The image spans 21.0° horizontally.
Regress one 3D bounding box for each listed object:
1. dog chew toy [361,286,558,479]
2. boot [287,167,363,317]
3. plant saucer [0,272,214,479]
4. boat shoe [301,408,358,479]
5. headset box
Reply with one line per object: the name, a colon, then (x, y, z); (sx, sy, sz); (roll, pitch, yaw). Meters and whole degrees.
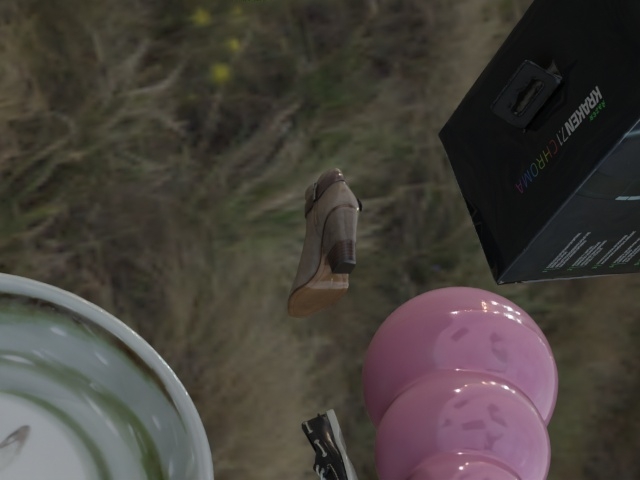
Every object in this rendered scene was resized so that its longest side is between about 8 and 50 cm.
dog chew toy: (0.143, 0.201, 1.746); (0.206, 0.206, 0.332); (53, 24, -33)
boot: (0.000, 0.000, 1.404); (0.042, 0.118, 0.087); (7, 58, -29)
plant saucer: (-0.297, 0.207, 1.537); (0.400, 0.100, 0.400); (14, 45, -14)
boat shoe: (0.010, 0.214, 1.666); (0.125, 0.038, 0.046); (-111, -179, -48)
headset box: (0.248, -0.091, 1.146); (0.283, 0.246, 0.131); (-4, 61, -26)
